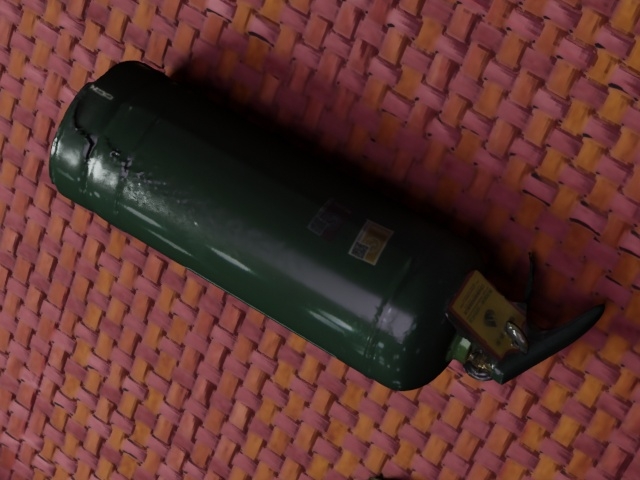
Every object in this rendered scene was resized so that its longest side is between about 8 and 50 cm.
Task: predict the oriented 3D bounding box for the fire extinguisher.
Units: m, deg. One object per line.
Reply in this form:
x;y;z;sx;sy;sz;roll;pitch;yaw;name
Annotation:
0.000;0.000;0.811;0.311;0.114;0.095;31;160;17;fire extinguisher

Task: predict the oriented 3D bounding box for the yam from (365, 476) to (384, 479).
0.055;0.185;0.880;0.094;0.043;0.043;38;123;13;yam
